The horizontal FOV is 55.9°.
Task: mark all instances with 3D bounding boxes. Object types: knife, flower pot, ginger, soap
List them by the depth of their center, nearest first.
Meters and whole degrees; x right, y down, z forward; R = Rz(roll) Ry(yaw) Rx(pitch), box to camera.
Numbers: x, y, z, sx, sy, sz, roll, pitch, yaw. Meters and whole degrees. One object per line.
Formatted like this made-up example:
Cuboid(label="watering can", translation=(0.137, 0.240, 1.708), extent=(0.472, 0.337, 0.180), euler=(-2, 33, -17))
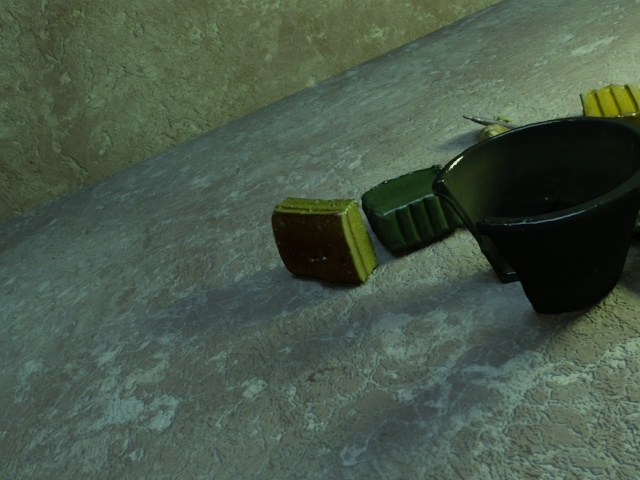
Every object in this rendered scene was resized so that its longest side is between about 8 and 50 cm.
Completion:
Cuboid(label="flower pot", translation=(0.419, -0.037, 1.081), extent=(0.380, 0.251, 0.379), euler=(-19, 26, 10))
Cuboid(label="soap", translation=(0.750, -0.329, 1.543), extent=(0.140, 0.073, 0.232), euler=(-9, 30, 22))
Cuboid(label="ginger", translation=(0.467, -0.269, 1.616), extent=(0.115, 0.122, 0.193), euler=(-42, 21, 7))
Cuboid(label="knife", translation=(0.550, -0.303, 1.636), extent=(0.132, 0.038, 0.399), euler=(4, 18, -31))

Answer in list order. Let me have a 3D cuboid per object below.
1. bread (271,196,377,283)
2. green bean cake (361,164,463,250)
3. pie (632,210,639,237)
Cuboid(label="bread", translation=(0.000, 0.000, 1.407), extent=(0.234, 0.184, 0.110), euler=(5, 32, 43))
Cuboid(label="green bean cake", translation=(0.221, -0.085, 1.456), extent=(0.223, 0.124, 0.227), euler=(-24, 25, 2))
Cuboid(label="pie", translation=(0.654, -0.098, 1.202), extent=(0.277, 0.078, 0.277), euler=(-16, 29, 9))
